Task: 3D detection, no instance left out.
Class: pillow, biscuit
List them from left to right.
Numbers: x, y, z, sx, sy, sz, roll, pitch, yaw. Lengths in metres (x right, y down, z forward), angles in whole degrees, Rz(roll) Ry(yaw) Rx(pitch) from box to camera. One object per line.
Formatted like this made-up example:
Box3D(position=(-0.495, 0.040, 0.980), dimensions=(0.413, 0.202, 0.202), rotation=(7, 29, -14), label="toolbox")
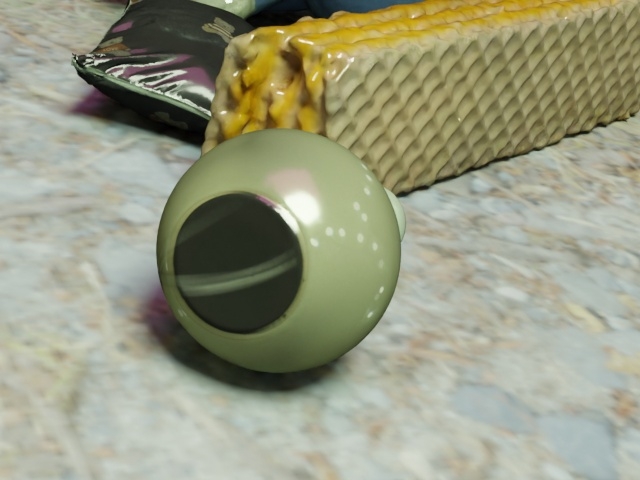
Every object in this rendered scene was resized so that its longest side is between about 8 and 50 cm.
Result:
Box3D(position=(-0.074, -0.098, 0.679), dimensions=(0.090, 0.048, 0.150), rotation=(10, 25, -1), label="pillow")
Box3D(position=(0.089, -0.091, 0.693), dimensions=(0.054, 0.094, 0.378), rotation=(32, 32, 30), label="biscuit")

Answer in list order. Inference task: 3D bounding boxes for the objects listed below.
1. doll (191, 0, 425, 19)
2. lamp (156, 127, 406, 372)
Box3D(position=(0.018, -0.202, 0.797), dimensions=(0.258, 0.154, 0.228), rotation=(12, 58, 20), label="doll")
Box3D(position=(0.000, 0.000, 0.508), dimensions=(0.091, 0.091, 0.163), rotation=(24, 13, 18), label="lamp")
